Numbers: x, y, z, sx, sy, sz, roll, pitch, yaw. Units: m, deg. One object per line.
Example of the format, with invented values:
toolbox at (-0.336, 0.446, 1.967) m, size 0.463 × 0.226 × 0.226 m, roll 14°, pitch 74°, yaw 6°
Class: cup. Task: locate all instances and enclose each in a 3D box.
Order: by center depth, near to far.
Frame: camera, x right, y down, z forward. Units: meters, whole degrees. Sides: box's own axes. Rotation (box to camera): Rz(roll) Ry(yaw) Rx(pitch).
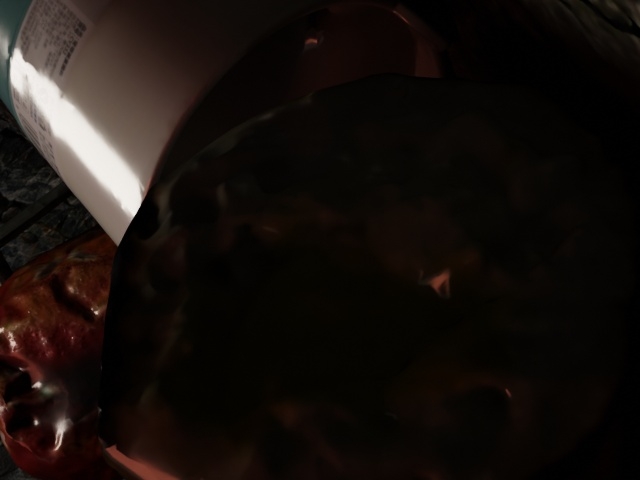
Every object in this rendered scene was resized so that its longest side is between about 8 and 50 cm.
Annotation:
cup at (-0.071, -0.138, 1.064) m, size 0.257 × 0.219 × 0.289 m, roll 47°, pitch 139°, yaw 30°

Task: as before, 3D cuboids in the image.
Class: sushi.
sushi at (0.066, 0.092, 0.946) m, size 0.300 × 0.281 × 0.294 m, roll 14°, pitch 151°, yaw 23°

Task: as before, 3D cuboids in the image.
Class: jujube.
jujube at (-0.196, 0.108, 2.010) m, size 0.276 × 0.377 × 0.276 m, roll 56°, pitch 165°, yaw 24°

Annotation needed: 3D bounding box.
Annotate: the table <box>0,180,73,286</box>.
table at (-0.353, -0.150, 2.097) m, size 0.335 × 0.272 × 0.222 m, roll 50°, pitch 169°, yaw 15°
